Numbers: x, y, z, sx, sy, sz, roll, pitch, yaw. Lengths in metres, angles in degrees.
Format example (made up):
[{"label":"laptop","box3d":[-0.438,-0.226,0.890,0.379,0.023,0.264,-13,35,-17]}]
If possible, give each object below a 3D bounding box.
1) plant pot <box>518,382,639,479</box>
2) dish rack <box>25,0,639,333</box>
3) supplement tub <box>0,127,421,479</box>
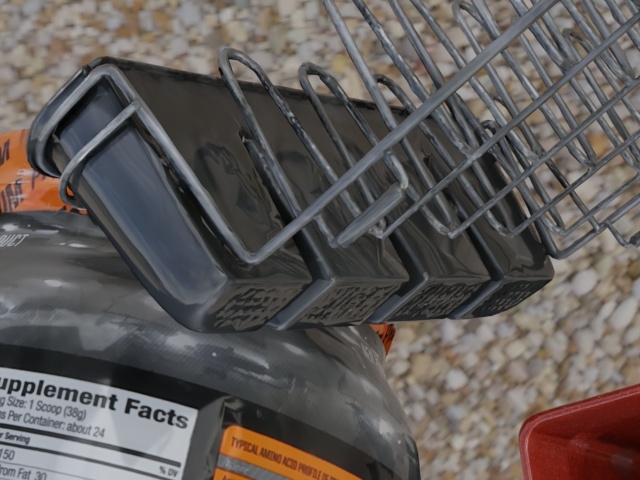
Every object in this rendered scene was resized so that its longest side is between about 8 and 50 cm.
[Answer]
[{"label":"plant pot","box3d":[0.321,0.226,1.130,0.267,0.236,0.267,-22,66,35]},{"label":"dish rack","box3d":[0.083,-0.068,0.441,0.271,0.208,0.074,-40,71,25]},{"label":"supplement tub","box3d":[-0.085,0.148,0.554,0.207,0.207,0.338,4,67,22]}]
